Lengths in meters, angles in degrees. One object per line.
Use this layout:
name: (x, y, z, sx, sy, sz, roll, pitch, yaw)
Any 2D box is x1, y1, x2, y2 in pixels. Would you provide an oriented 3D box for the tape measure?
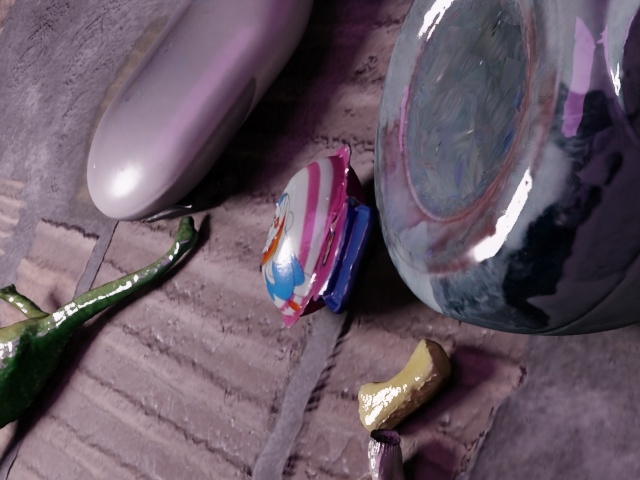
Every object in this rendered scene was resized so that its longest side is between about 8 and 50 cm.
tape measure: (0.143, -0.078, 0.584, 0.256, 0.147, 0.275, -108, 33, -49)

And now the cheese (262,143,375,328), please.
cheese: (0.000, 0.000, 0.754, 0.244, 0.062, 0.155, -143, 70, -78)

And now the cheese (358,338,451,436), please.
cheese: (0.060, 0.103, 0.702, 0.083, 0.030, 0.044, -49, 46, 27)

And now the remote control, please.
remote control: (-0.126, -0.163, 1.001, 0.332, 0.103, 0.221, -53, 30, 0)

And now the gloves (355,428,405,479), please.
gloves: (0.043, 0.162, 0.679, 0.044, 0.037, 0.081, -70, -3, -78)

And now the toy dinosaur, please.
toy dinosaur: (-0.303, 0.154, 1.076, 0.300, 0.087, 0.447, 18, 88, 34)

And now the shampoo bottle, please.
shampoo bottle: (-0.136, -0.046, 1.020, 0.137, 0.027, 0.048, -16, 48, 43)
